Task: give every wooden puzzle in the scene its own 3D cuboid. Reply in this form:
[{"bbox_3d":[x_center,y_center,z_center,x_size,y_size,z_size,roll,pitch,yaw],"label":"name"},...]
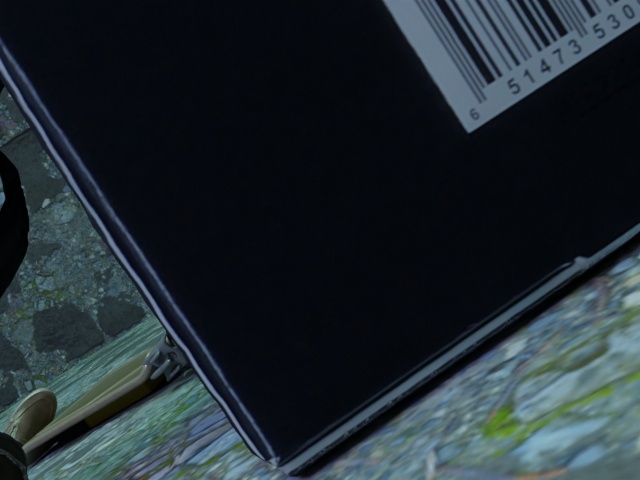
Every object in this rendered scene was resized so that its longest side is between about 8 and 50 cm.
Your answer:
[{"bbox_3d":[-0.250,0.185,1.089,0.239,0.044,0.221,-37,3,19],"label":"wooden puzzle"}]

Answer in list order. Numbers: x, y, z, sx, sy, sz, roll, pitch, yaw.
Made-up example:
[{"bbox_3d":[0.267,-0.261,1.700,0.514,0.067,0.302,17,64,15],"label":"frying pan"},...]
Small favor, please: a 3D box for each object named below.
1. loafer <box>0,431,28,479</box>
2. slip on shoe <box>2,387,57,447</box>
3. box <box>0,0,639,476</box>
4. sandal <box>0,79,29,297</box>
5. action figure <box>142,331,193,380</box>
[{"bbox_3d":[-0.291,0.236,0.572,0.087,0.094,0.251,4,39,40],"label":"loafer"},{"bbox_3d":[-0.380,0.250,1.068,0.135,0.051,0.041,-52,28,-22],"label":"slip on shoe"},{"bbox_3d":[0.064,-0.126,0.636,0.480,0.297,0.472,-33,2,-8],"label":"box"},{"bbox_3d":[-0.302,0.060,0.602,0.445,0.107,0.167,-64,22,-8],"label":"sandal"},{"bbox_3d":[-0.118,0.056,0.971,0.185,0.099,0.285,-35,26,22],"label":"action figure"}]
